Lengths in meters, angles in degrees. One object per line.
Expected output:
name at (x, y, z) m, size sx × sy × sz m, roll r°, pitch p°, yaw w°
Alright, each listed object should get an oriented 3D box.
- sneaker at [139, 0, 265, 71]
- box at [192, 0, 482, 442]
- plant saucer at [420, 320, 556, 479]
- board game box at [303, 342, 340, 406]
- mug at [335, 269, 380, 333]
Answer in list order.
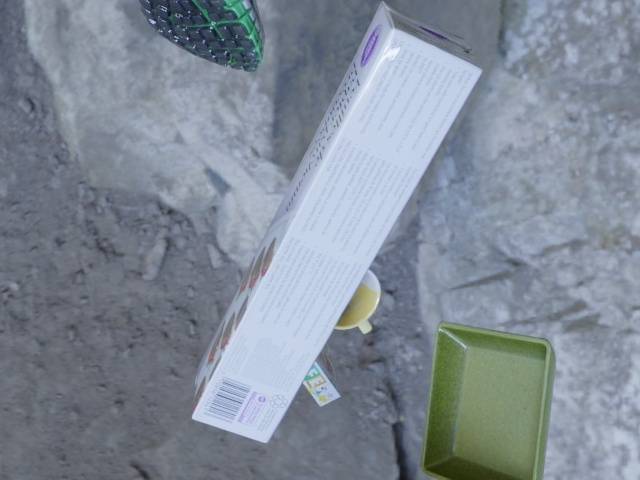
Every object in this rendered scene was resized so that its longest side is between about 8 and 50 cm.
sneaker at (-0.107, -0.303, 0.952) m, size 0.134 × 0.343 × 0.146 m, roll 20°, pitch 64°, yaw 15°
box at (0.000, 0.000, 0.642) m, size 0.067 × 0.324 × 0.063 m, roll 20°, pitch 27°, yaw -14°
plant saucer at (0.201, 0.197, 1.082) m, size 0.045 × 0.188 × 0.188 m, roll 8°, pitch 88°, yaw -34°
board game box at (-0.024, 0.095, 1.032) m, size 0.026 × 0.154 × 0.103 m, roll -28°, pitch 124°, yaw 8°
mug at (0.014, 0.046, 0.852) m, size 0.062 × 0.064 × 0.078 m, roll -6°, pitch 113°, yaw -19°
